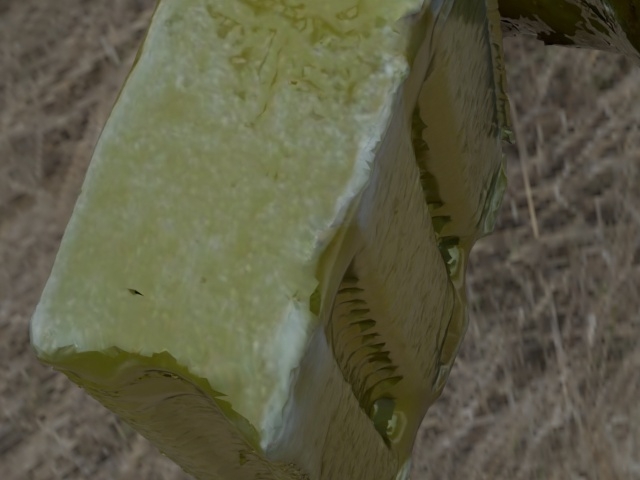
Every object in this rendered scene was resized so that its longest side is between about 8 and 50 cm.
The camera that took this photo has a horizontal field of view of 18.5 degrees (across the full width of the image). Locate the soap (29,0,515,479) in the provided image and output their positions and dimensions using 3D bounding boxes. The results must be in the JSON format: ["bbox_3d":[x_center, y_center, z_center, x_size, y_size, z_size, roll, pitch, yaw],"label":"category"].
[{"bbox_3d":[0.000,0.000,0.723,0.091,0.315,0.199,15,79,12],"label":"soap"}]

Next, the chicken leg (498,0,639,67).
[{"bbox_3d":[0.139,-0.107,0.708,0.361,0.211,0.140,13,66,36],"label":"chicken leg"}]
